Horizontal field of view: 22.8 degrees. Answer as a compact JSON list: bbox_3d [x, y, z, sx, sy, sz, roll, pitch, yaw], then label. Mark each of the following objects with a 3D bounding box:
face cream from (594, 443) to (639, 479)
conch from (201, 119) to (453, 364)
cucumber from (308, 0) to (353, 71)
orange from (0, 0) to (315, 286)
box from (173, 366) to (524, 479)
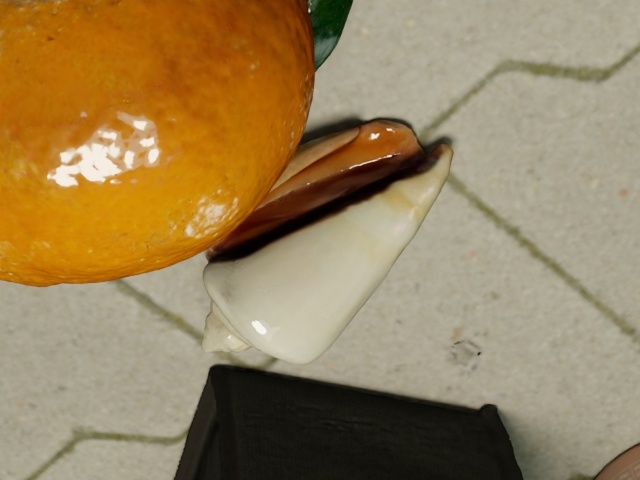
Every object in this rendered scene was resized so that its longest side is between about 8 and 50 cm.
[{"bbox_3d":[0.259,0.216,1.081,0.149,0.104,0.149,-4,125,-5],"label":"face cream"},{"bbox_3d":[-0.003,0.000,0.904,0.176,0.094,0.104,-41,81,15],"label":"conch"},{"bbox_3d":[0.002,-0.165,0.810,0.056,0.056,0.250,6,123,-12],"label":"cucumber"},{"bbox_3d":[-0.111,-0.072,0.762,0.224,0.224,0.170,-14,138,2],"label":"orange"},{"bbox_3d":[-0.010,0.292,1.011,0.204,0.251,0.345,11,121,-15],"label":"box"}]
